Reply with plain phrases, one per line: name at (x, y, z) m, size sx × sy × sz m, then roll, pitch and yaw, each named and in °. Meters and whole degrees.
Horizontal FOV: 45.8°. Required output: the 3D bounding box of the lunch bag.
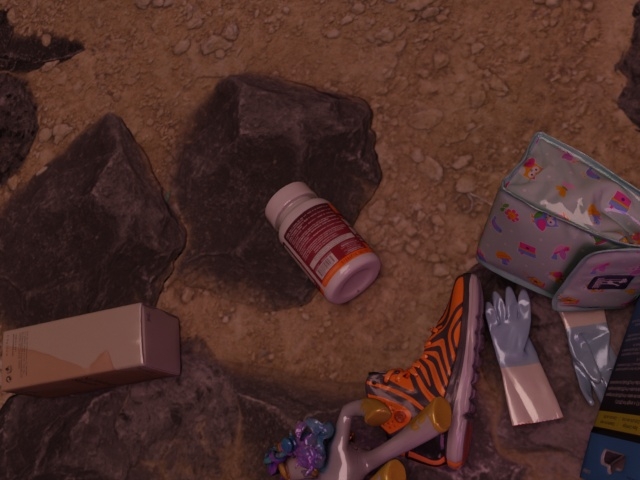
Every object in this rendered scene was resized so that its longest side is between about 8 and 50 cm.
lunch bag at (0.394, -0.004, 1.166) m, size 0.262 × 0.223 × 0.160 m, roll 31°, pitch 64°, yaw 16°

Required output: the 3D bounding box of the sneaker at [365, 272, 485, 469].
sneaker at (0.169, 0.202, 1.252) m, size 0.180 × 0.124 × 0.321 m, roll 6°, pitch 74°, yaw 21°

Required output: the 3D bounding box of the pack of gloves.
pack of gloves at (0.380, 0.176, 1.238) m, size 0.195 × 0.046 × 0.232 m, roll -9°, pitch 67°, yaw 1°

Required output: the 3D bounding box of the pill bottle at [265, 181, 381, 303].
pill bottle at (0.000, 0.000, 1.385) m, size 0.121 × 0.121 × 0.221 m, roll -41°, pitch 64°, yaw 3°

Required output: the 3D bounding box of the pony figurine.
pony figurine at (0.024, 0.410, 1.147) m, size 0.363 × 0.303 × 0.351 m, roll -30°, pitch 39°, yaw 44°

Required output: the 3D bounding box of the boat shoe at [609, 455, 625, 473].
boat shoe at (0.450, 0.388, 1.133) m, size 0.206 × 0.075 × 0.065 m, roll -39°, pitch 106°, yaw -2°

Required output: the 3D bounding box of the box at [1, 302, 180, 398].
box at (-0.440, 0.217, 1.461) m, size 0.311 × 0.148 × 0.121 m, roll -13°, pitch 69°, yaw 17°

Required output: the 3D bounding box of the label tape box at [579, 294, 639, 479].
label tape box at (0.499, 0.199, 1.055) m, size 0.115 × 0.249 × 0.348 m, roll 20°, pitch 81°, yaw 5°
